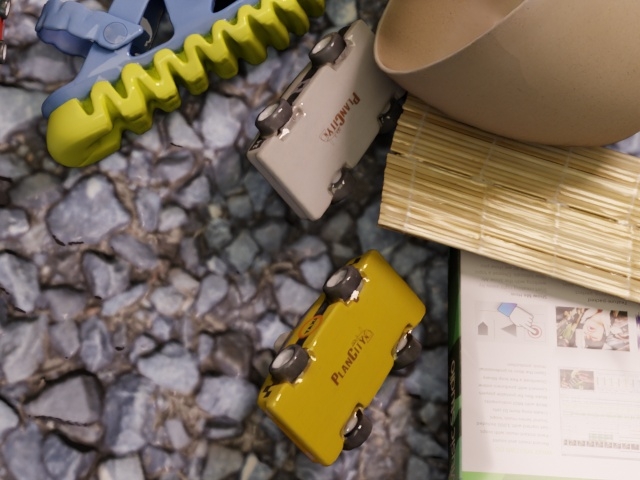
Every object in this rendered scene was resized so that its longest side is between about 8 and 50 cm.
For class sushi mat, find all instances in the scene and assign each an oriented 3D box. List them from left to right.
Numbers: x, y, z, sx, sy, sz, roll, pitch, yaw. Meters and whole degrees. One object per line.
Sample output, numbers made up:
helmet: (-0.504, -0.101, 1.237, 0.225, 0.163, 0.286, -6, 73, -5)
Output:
sushi mat: (0.209, -0.030, 1.341, 0.317, 0.019, 0.151, 17, 60, -1)

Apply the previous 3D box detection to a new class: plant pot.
plant pot: (0.210, -0.188, 1.305, 0.191, 0.284, 0.284, 42, 80, -22)

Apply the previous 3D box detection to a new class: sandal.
sandal: (-0.124, -0.198, 1.355, 0.317, 0.126, 0.138, -30, 80, -9)

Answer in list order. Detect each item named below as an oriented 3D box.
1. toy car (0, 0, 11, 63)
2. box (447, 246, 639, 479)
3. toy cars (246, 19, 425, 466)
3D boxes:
toy car: (-0.282, -0.278, 1.388, 0.225, 0.053, 0.239, -29, 85, -8)
box: (0.225, 0.128, 1.311, 0.232, 0.058, 0.322, 5, 61, -3)
toy cars: (0.000, 0.000, 1.345, 0.176, 0.087, 0.393, 6, 77, -39)
